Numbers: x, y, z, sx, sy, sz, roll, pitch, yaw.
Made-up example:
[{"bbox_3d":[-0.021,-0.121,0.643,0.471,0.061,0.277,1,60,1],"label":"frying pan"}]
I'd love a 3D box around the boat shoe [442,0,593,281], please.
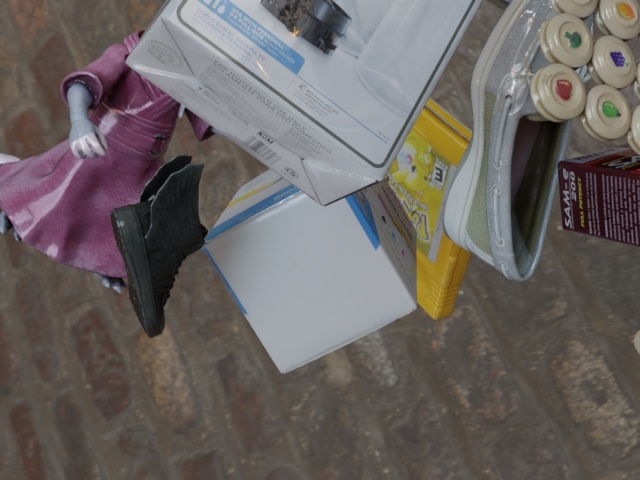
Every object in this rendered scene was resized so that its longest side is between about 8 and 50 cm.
[{"bbox_3d":[0.207,-0.106,0.921,0.103,0.118,0.321,42,134,35],"label":"boat shoe"}]

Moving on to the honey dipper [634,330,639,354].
[{"bbox_3d":[0.336,0.065,0.862,0.030,0.160,0.031,22,123,38],"label":"honey dipper"}]

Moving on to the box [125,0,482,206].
[{"bbox_3d":[0.022,-0.190,0.627,0.290,0.169,0.087,-60,16,-21],"label":"box"}]

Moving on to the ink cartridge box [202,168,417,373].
[{"bbox_3d":[0.000,0.000,1.064,0.168,0.233,0.171,-28,105,14],"label":"ink cartridge box"}]

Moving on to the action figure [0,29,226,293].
[{"bbox_3d":[-0.223,-0.134,1.146,0.370,0.248,0.276,-60,41,17],"label":"action figure"}]

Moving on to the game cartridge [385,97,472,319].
[{"bbox_3d":[0.156,-0.075,1.567,0.285,0.052,0.324,48,138,40],"label":"game cartridge"}]

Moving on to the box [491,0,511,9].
[{"bbox_3d":[0.310,-0.527,1.470,0.294,0.182,0.296,38,104,23],"label":"box"}]

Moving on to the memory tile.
[{"bbox_3d":[0.194,-0.133,0.615,0.012,0.113,0.148,-27,48,63],"label":"memory tile"}]

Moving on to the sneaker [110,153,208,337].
[{"bbox_3d":[-0.141,0.009,0.882,0.051,0.089,0.170,42,147,52],"label":"sneaker"}]

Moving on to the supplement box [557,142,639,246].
[{"bbox_3d":[0.333,-0.038,0.814,0.239,0.130,0.073,19,121,62],"label":"supplement box"}]
